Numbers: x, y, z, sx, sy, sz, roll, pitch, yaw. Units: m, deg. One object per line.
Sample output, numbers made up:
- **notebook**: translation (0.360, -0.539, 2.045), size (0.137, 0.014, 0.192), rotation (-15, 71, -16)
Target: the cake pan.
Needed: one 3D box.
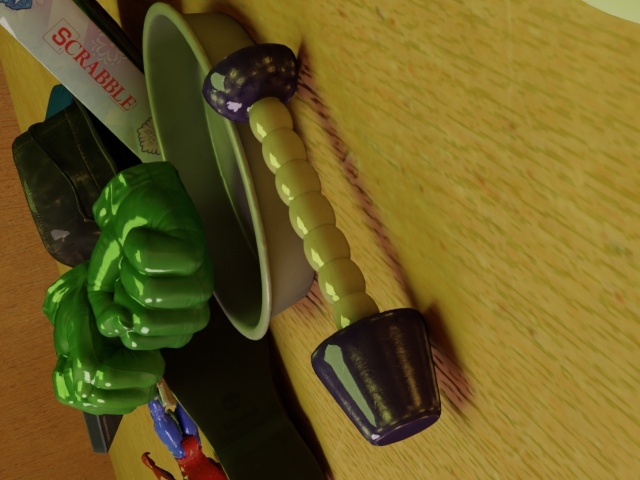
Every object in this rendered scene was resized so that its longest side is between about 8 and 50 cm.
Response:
- **cake pan**: translation (-0.079, -0.062, 0.942), size (0.293, 0.054, 0.293), rotation (162, 90, -73)

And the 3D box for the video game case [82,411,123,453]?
- **video game case**: translation (-0.276, 0.126, 1.535), size (0.274, 0.026, 0.196), rotation (-73, -15, -48)

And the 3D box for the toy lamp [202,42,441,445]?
- **toy lamp**: translation (0.000, 0.000, 0.721), size (0.080, 0.080, 0.274), rotation (107, 141, -61)

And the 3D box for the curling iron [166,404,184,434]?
- **curling iron**: translation (-0.185, 0.378, 1.734), size (0.068, 0.035, 0.274), rotation (116, 134, -66)

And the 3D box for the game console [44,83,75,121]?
- **game console**: translation (-0.421, -0.131, 1.975), size (0.250, 0.173, 0.293), rotation (45, 172, -19)

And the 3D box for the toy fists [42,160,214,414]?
- **toy fists**: translation (-0.181, 0.061, 1.021), size (0.279, 0.096, 0.142), rotation (-52, 56, 40)

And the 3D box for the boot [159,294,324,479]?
- **boot**: translation (-0.087, 0.154, 1.113), size (0.115, 0.112, 0.305), rotation (85, 161, -70)

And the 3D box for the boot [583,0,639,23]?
- **boot**: translation (0.081, -0.139, 0.377), size (0.190, 0.069, 0.086), rotation (38, 136, 48)

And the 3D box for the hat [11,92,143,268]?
- **hat**: translation (-0.258, -0.046, 1.237), size (0.331, 0.134, 0.331), rotation (57, 176, 5)

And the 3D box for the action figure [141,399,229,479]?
- **action figure**: translation (-0.210, 0.271, 1.565), size (0.139, 0.091, 0.280), rotation (0, 114, 56)

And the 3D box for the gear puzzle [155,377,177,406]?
- **gear puzzle**: translation (-0.235, 0.047, 1.422), size (0.175, 0.044, 0.338), rotation (-12, -97, -77)

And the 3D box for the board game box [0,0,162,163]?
- **board game box**: translation (-0.281, -0.246, 1.119), size (0.318, 0.066, 0.318), rotation (47, -177, -42)
